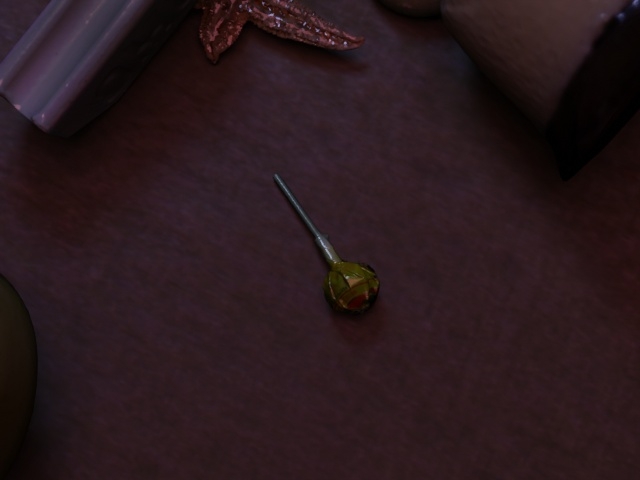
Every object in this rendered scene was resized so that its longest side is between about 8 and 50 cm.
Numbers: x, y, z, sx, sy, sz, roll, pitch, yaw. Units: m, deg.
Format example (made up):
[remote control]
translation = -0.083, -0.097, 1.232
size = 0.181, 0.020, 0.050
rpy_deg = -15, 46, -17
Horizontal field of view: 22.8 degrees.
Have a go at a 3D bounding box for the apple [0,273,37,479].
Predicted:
[apple]
translation = -0.456, 0.149, 1.587
size = 0.357, 0.357, 0.357
rpy_deg = 0, 77, 0

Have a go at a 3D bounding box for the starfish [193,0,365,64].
[starfish]
translation = -0.077, -0.312, 1.836
size = 0.295, 0.048, 0.231
rpy_deg = 16, 79, 10

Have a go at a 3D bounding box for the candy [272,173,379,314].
[candy]
translation = 0.000, 0.000, 1.773
size = 0.062, 0.058, 0.194
rpy_deg = -28, 70, -15

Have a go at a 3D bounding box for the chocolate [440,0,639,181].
[chocolate]
translation = 0.272, -0.275, 1.699
size = 0.297, 0.326, 0.314
rpy_deg = 37, 118, 6

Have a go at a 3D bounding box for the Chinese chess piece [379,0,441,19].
[Chinese chess piece]
translation = 0.117, -0.330, 1.843
size = 0.144, 0.058, 0.144
rpy_deg = 0, 75, 0

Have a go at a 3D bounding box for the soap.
[soap]
translation = -0.223, -0.249, 1.744
size = 0.095, 0.173, 0.289
rpy_deg = 39, 94, 6
